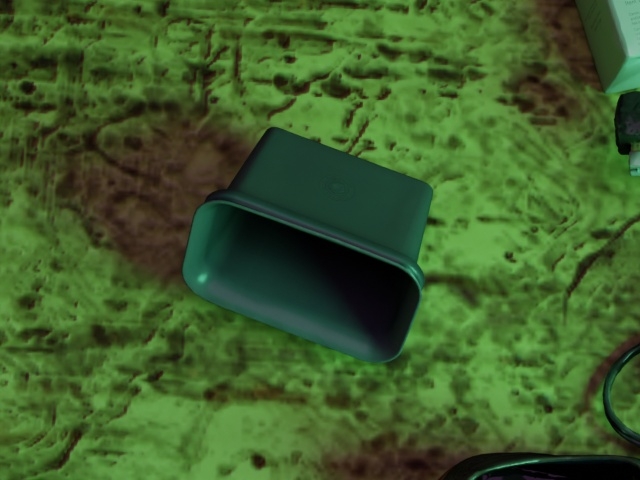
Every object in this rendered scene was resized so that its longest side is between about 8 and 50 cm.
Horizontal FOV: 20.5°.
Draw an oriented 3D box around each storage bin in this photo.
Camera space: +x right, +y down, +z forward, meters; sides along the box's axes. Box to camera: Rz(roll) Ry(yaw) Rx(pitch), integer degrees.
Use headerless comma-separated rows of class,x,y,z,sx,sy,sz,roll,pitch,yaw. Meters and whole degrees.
storage bin,0.000,0.000,1.032,0.135,0.098,0.091,21,46,4

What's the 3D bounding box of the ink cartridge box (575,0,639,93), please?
ink cartridge box,0.209,-0.203,1.109,0.115,0.067,0.198,-12,76,-7

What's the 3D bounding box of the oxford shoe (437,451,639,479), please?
oxford shoe,0.196,0.167,0.979,0.271,0.098,0.096,4,73,-2

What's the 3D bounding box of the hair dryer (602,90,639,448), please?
hair dryer,0.311,0.016,1.060,0.294,0.080,0.223,-2,91,1
